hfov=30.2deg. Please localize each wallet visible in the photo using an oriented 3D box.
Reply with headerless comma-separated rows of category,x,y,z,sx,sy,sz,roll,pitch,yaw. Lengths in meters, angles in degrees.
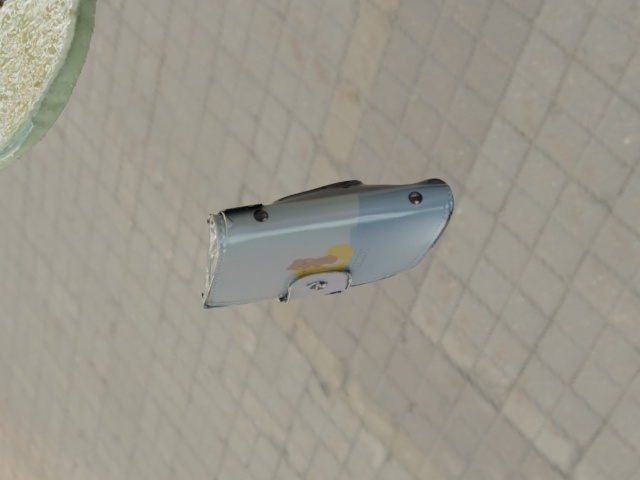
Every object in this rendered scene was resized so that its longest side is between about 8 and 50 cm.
wallet,0.000,0.000,1.117,0.170,0.231,0.069,109,149,-61

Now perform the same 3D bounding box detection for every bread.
bread,-0.203,-0.092,0.765,0.193,0.036,0.112,-39,52,19

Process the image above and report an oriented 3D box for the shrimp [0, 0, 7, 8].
shrimp,-0.248,-0.277,0.997,0.041,0.099,0.180,-4,72,42
